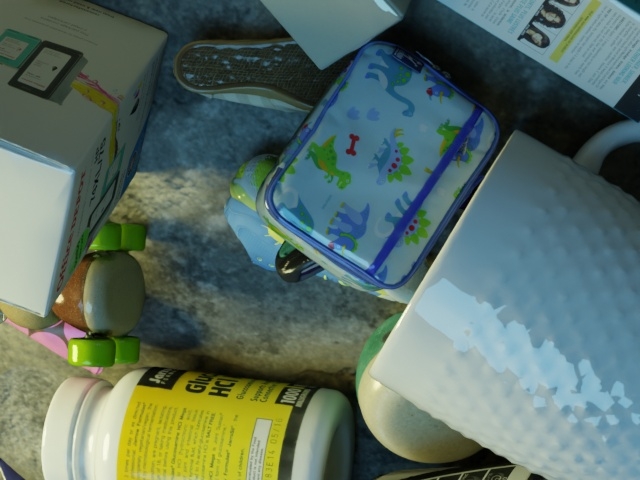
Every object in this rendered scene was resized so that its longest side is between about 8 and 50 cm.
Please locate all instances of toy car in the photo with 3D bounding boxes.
[{"bbox_3d":[-0.299,0.054,1.904,0.188,0.149,0.155,3,90,14],"label":"toy car"}]

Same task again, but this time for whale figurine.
[{"bbox_3d":[0.165,0.120,1.860,0.272,0.141,0.216,-31,126,9],"label":"whale figurine"}]

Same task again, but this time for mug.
[{"bbox_3d":[0.279,0.055,1.641,0.328,0.374,0.276,31,167,4],"label":"mug"}]

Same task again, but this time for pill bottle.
[{"bbox_3d":[-0.140,0.245,1.995,0.334,0.188,0.188,6,126,14],"label":"pill bottle"}]

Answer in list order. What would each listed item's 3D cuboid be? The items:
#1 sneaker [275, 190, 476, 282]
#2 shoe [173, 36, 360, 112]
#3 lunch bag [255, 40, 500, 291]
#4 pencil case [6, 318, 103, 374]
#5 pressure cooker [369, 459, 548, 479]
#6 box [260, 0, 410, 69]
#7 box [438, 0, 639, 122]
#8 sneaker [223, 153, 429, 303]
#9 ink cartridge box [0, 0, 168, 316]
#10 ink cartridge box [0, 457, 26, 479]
[{"bbox_3d":[0.064,-0.008,1.759,0.224,0.083,0.098,-35,121,-3],"label":"sneaker"},{"bbox_3d":[-0.037,-0.169,1.749,0.219,0.058,0.076,8,90,4],"label":"shoe"},{"bbox_3d":[0.059,-0.069,1.667,0.176,0.219,0.090,37,169,-7],"label":"lunch bag"},{"bbox_3d":[-0.319,0.065,1.990,0.209,0.095,0.098,31,94,-8],"label":"pencil case"},{"bbox_3d":[0.237,0.404,1.790,0.420,0.375,0.369,-8,89,34],"label":"pressure cooker"},{"bbox_3d":[-0.036,-0.304,1.621,0.113,0.094,0.275,-29,113,33],"label":"box"},{"bbox_3d":[0.227,-0.219,1.617,0.244,0.060,0.100,31,129,-5],"label":"box"},{"bbox_3d":[0.000,0.000,1.851,0.240,0.091,0.126,36,146,-10],"label":"sneaker"},{"bbox_3d":[-0.303,-0.101,1.744,0.197,0.270,0.198,21,129,3],"label":"ink cartridge box"},{"bbox_3d":[-0.262,0.421,2.062,0.072,0.307,0.303,-24,151,2],"label":"ink cartridge box"}]
